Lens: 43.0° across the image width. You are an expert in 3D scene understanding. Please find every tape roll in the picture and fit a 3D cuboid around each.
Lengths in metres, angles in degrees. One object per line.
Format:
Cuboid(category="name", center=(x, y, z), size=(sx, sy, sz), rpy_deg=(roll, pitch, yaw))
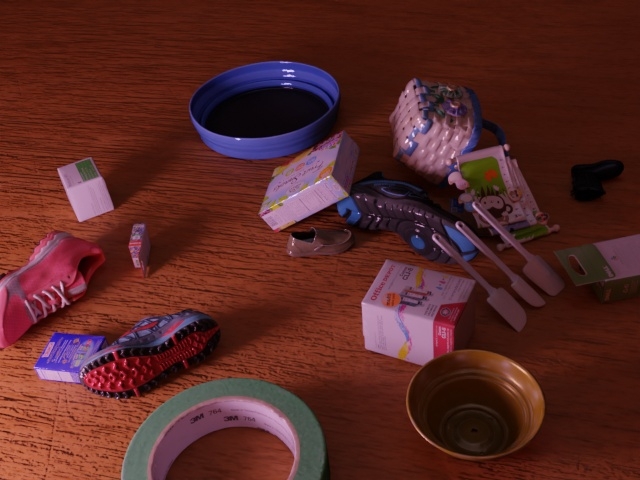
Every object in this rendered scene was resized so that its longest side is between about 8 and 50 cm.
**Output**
Cuboid(category="tape roll", center=(-0.147, 0.363, 1.284), size=(0.322, 0.077, 0.321), rpy_deg=(-4, 40, 4))

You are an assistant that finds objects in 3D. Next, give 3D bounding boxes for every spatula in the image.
Cuboid(category="spatula", center=(0.342, 0.041, 1.562), size=(0.168, 0.019, 0.242), rpy_deg=(-38, 77, -25))

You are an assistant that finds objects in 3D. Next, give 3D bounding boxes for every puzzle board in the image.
Cuboid(category="puzzle board", center=(0.327, -0.051, 1.757), size=(0.097, 0.011, 0.128), rpy_deg=(0, 40, 9))

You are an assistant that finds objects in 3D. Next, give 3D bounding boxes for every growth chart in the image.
Cuboid(category="growth chart", center=(0.375, -0.092, 1.705), size=(0.172, 0.021, 0.237), rpy_deg=(-23, 78, -15))

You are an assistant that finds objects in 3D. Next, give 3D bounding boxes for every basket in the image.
Cuboid(category="basket", center=(0.310, -0.228, 1.844), size=(0.289, 0.201, 0.254), rpy_deg=(22, 36, -20))

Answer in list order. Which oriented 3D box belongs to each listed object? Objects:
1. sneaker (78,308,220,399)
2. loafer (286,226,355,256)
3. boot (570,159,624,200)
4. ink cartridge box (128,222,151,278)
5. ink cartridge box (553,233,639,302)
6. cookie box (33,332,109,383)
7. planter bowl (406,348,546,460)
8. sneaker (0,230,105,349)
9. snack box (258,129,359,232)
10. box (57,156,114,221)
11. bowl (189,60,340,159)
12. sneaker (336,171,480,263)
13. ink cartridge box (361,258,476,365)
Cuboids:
Cuboid(category="sneaker", center=(-0.320, 0.204, 1.502), size=(0.262, 0.104, 0.125), rpy_deg=(-19, 24, -21))
Cuboid(category="loafer", center=(0.000, 0.000, 1.711), size=(0.148, 0.050, 0.056), rpy_deg=(-11, 40, -5))
Cuboid(category="boot", center=(0.609, -0.131, 1.787), size=(0.121, 0.045, 0.099), rpy_deg=(-4, 37, 14))
Cuboid(category="ink cartridge box", center=(-0.386, 0.022, 1.728), size=(0.029, 0.062, 0.115), rpy_deg=(-4, 40, 1))
Cuboid(category="ink cartridge box", center=(0.565, 0.055, 1.559), size=(0.209, 0.062, 0.109), rpy_deg=(-11, 40, -4))
Cuboid(category="cookie box", center=(-0.464, 0.220, 1.523), size=(0.107, 0.040, 0.091), rpy_deg=(4, 42, 12))
Cuboid(category="planter bowl", center=(0.249, 0.285, 1.310), size=(0.217, 0.090, 0.217), rpy_deg=(-4, 41, 4))
Cuboid(category="sneaker", center=(-0.546, 0.093, 1.628), size=(0.136, 0.115, 0.313), rpy_deg=(9, 43, 16))
Cuboid(category="snack box", center=(-0.023, -0.129, 1.780), size=(0.207, 0.070, 0.174), rpy_deg=(-27, 30, 32))
Cuboid(category="box", center=(-0.545, -0.120, 1.887), size=(0.087, 0.101, 0.101), rpy_deg=(-23, 44, -16))
Cuboid(category="bowl", center=(-0.142, -0.340, 2.112), size=(0.392, 0.077, 0.391), rpy_deg=(-4, 40, 3))
Cuboid(category="sneaker", center=(0.199, -0.064, 1.703), size=(0.341, 0.125, 0.140), rpy_deg=(26, 49, 32))
Cuboid(category="ink cartridge box", center=(0.178, 0.135, 1.468), size=(0.176, 0.127, 0.128), rpy_deg=(13, 44, 23))
